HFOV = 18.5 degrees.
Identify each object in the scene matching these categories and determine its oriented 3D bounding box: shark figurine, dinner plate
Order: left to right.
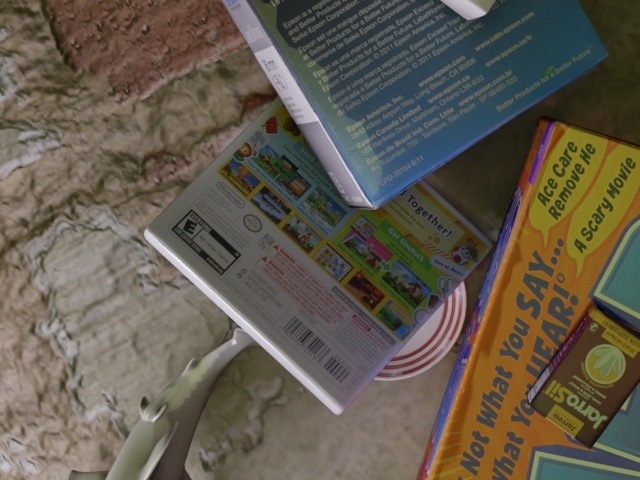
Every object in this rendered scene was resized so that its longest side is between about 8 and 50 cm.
[{"bbox_3d":[-0.112,0.183,1.728,0.116,0.166,0.278,41,74,-27],"label":"shark figurine"},{"bbox_3d":[0.058,0.053,1.728,0.141,0.017,0.141,0,93,5],"label":"dinner plate"}]

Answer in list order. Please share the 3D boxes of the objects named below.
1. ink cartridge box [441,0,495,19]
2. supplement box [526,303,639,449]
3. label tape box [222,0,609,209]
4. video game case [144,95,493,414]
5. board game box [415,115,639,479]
[{"bbox_3d":[0.098,-0.253,1.549,0.135,0.056,0.099,34,85,-10],"label":"ink cartridge box"},{"bbox_3d":[0.187,0.093,1.349,0.055,0.043,0.083,34,96,2],"label":"supplement box"},{"bbox_3d":[0.047,-0.228,1.623,0.240,0.106,0.333,-32,98,-8],"label":"label tape box"},{"bbox_3d":[0.000,0.000,1.677,0.227,0.026,0.206,42,70,4],"label":"video game case"},{"bbox_3d":[0.288,0.125,1.544,0.356,0.356,0.356,19,96,3],"label":"board game box"}]
